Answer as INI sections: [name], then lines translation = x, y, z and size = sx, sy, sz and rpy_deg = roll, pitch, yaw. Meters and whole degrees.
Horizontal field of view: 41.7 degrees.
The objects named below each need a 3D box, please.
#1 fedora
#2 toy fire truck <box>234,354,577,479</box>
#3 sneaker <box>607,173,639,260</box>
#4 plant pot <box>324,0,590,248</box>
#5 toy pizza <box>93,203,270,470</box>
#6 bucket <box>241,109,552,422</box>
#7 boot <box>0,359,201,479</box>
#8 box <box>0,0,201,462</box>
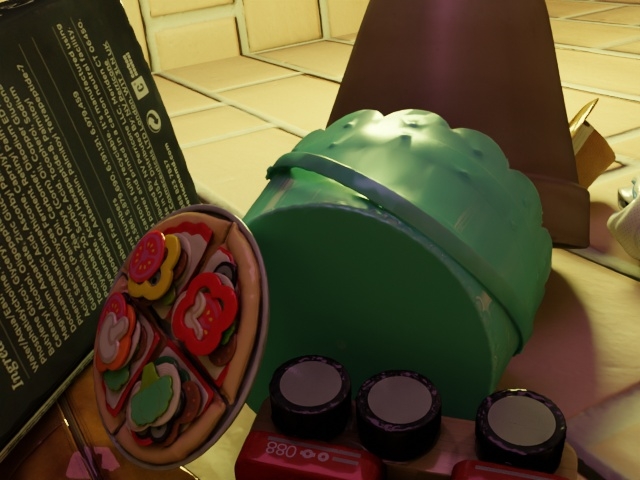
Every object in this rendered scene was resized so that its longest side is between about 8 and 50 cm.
[fedora]
translation = 0.345, -0.103, 1.150
size = 0.079, 0.194, 0.194
rpy_deg = 38, 35, 7
[toy fire truck]
translation = 0.036, 0.190, 0.498
size = 0.217, 0.158, 0.246
rpy_deg = 8, 38, 14
[sneaker]
translation = 0.477, -0.057, 0.979
size = 0.236, 0.130, 0.323
rpy_deg = 20, 39, 40
[plant pot]
translation = 0.145, -0.139, 0.939
size = 0.323, 0.280, 0.323
rpy_deg = 5, -1, 0
[toy pizza]
translation = -0.116, 0.067, 0.625
size = 0.201, 0.201, 0.032
rpy_deg = 18, -3, 45
[bucket]
translation = 0.048, 0.039, 0.713
size = 0.281, 0.281, 0.183
rpy_deg = 3, 28, 22
[boot]
translation = -0.135, 0.158, 0.687
size = 0.264, 0.096, 0.280
rpy_deg = -18, 27, -31
[box]
translation = -0.441, 0.005, 0.755
size = 0.480, 0.297, 0.472
rpy_deg = -6, 29, 24
